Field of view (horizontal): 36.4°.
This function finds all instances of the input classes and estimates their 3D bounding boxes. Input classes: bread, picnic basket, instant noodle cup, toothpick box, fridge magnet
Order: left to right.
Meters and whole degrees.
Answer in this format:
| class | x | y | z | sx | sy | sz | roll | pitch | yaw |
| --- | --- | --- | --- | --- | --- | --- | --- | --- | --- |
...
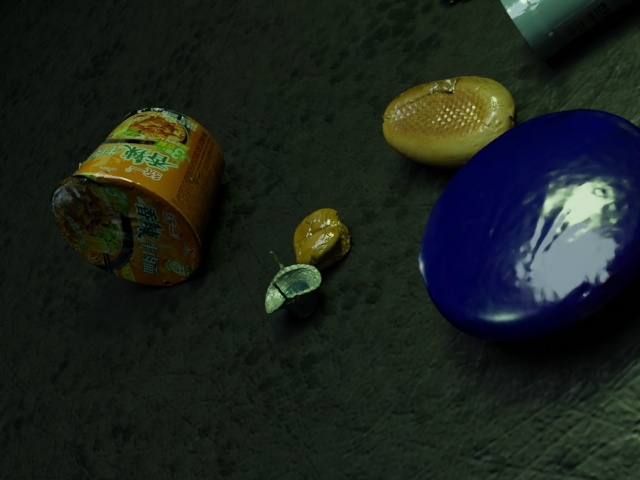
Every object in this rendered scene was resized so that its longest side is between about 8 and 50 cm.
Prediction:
| class | x | y | z | sx | sy | sz | roll | pitch | yaw |
| --- | --- | --- | --- | --- | --- | --- | --- | --- | --- |
| instant noodle cup | -0.250 | -0.073 | 1.426 | 0.230 | 0.230 | 0.182 | -15 | 40 | 37 |
| picnic basket | -0.039 | 0.057 | 1.196 | 0.083 | 0.083 | 0.065 | -30 | 35 | 19 |
| bread | 0.000 | 0.000 | 1.236 | 0.081 | 0.046 | 0.083 | -9 | 53 | 44 |
| bread | 0.160 | -0.139 | 1.173 | 0.189 | 0.077 | 0.114 | 7 | 83 | 47 |
| fridge magnet | 0.219 | -0.015 | 0.969 | 0.266 | 0.113 | 0.265 | -26 | 43 | 27 |
| toothpick box | 0.300 | -0.295 | 1.143 | 0.153 | 0.101 | 0.101 | -34 | 39 | 22 |

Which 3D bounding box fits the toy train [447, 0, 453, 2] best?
| class | x | y | z | sx | sy | sz | roll | pitch | yaw |
| --- | --- | --- | --- | --- | --- | --- | --- | --- | --- |
| toy train | 0.223 | -0.373 | 1.343 | 0.148 | 0.038 | 0.070 | -2 | 57 | 44 |
